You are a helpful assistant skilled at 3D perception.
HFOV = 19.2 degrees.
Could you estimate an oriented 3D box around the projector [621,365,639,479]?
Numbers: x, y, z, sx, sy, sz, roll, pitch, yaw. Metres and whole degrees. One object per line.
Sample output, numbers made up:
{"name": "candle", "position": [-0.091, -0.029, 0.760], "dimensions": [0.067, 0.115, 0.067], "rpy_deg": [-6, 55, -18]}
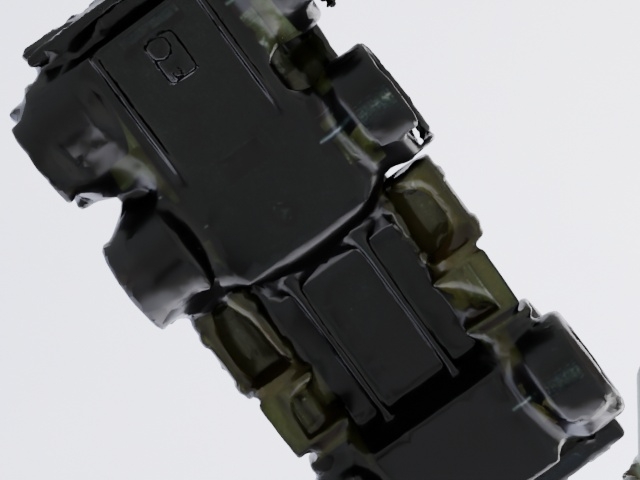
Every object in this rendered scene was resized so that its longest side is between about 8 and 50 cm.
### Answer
{"name": "projector", "position": [0.293, 0.180, 1.246], "dimensions": [0.163, 0.242, 0.177], "rpy_deg": [-6, -121, 15]}

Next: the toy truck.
{"name": "toy truck", "position": [0.001, 0.002, 0.739], "dimensions": [0.127, 0.257, 0.127], "rpy_deg": [-37, -176, 5]}
